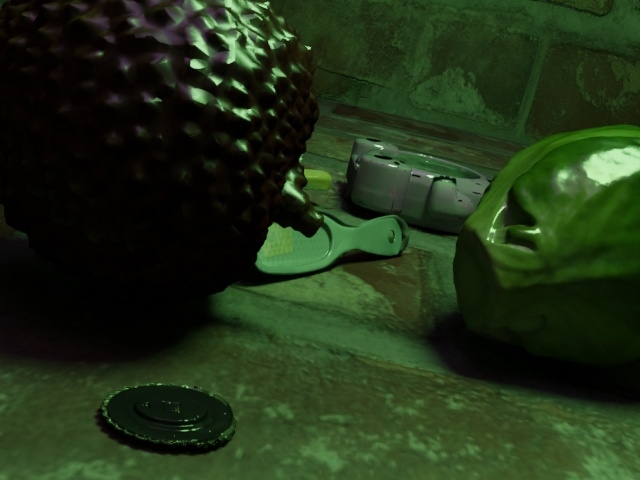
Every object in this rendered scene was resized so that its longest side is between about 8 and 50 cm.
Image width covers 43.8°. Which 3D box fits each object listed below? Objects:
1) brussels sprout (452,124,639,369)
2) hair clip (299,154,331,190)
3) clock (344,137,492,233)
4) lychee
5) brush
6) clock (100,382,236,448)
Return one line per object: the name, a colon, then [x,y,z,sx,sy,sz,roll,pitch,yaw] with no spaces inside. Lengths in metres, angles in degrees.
brussels sprout: [0.242,0.011,0.744,0.271,0.219,0.210,-16,10,-23]
hair clip: [-0.066,-0.089,1.118,0.159,0.071,0.218,17,20,7]
clock: [0.163,-0.078,1.210,0.248,0.090,0.227,13,16,-5]
lychee: [-0.131,-0.086,0.642,0.304,0.276,0.276,30,14,-8]
brush: [0.000,0.000,0.877,0.060,0.068,0.297,-3,-1,37]
clock: [-0.094,0.107,0.494,0.083,0.010,0.074,8,17,-18]
